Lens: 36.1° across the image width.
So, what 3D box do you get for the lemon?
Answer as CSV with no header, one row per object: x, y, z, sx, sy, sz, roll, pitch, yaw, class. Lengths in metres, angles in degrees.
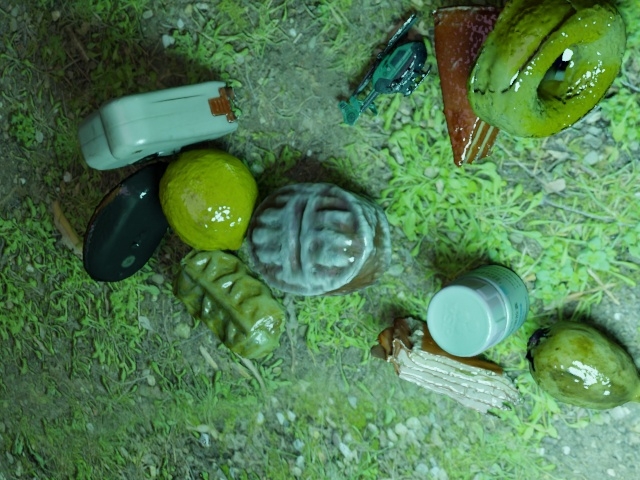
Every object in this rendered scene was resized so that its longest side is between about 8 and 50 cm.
-0.218,-0.082,1.948,0.192,0.192,0.231,-40,79,32,lemon

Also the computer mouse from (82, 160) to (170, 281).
-0.406,-0.045,2.082,0.116,0.183,0.323,44,119,19,computer mouse

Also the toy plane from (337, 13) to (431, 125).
0.118,-0.291,1.769,0.235,0.060,0.096,-49,65,27,toy plane

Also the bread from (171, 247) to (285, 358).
-0.183,0.125,2.006,0.268,0.130,0.152,42,110,19,bread

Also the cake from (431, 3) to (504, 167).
0.296,-0.261,1.602,0.160,0.158,0.262,-4,99,35,cake

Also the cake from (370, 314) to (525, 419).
0.237,0.227,1.787,0.287,0.135,0.098,28,110,4,cake

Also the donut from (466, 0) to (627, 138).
0.354,-0.268,1.493,0.107,0.272,0.272,51,125,43,donut

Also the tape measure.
-0.330,-0.223,1.961,0.265,0.258,0.130,-17,91,51,tape measure

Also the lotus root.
0.443,0.211,1.624,0.214,0.138,0.138,19,110,17,lotus root

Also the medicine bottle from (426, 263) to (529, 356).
0.270,0.119,1.684,0.135,0.168,0.135,7,103,33,medicine bottle

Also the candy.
0.000,0.000,1.846,0.290,0.157,0.214,4,87,39,candy
